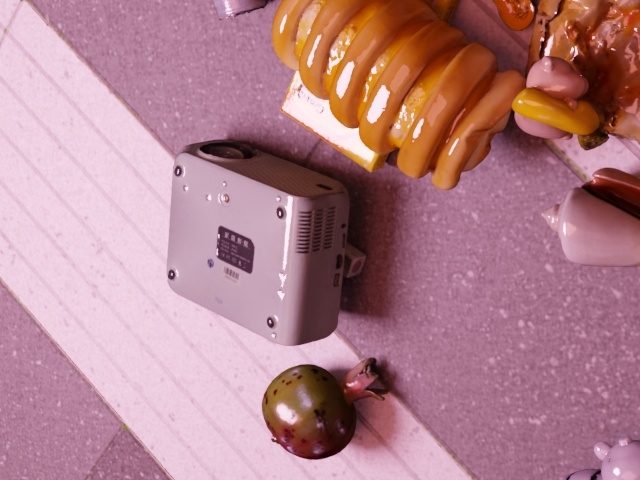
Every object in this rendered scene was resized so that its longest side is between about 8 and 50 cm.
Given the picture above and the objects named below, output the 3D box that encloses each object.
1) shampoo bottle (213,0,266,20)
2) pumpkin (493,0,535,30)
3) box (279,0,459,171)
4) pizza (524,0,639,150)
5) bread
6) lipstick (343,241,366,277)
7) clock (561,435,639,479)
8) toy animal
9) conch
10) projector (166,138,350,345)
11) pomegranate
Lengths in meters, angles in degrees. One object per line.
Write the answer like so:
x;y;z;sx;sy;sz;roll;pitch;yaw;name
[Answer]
-0.123;-0.385;1.836;0.072;0.072;0.214;-9;99;36;shampoo bottle
0.216;-0.275;1.654;0.050;0.028;0.083;-17;94;42;pumpkin
0.062;-0.234;1.764;0.152;0.043;0.269;37;121;22;box
0.370;-0.228;1.530;0.392;0.080;0.435;-15;92;37;pizza
0.070;-0.196;1.670;0.311;0.121;0.173;40;121;20;bread
-0.001;0.000;1.884;0.129;0.030;0.030;35;121;27;lipstick
0.331;0.288;1.700;0.176;0.080;0.117;-21;91;36;clock
0.252;-0.152;1.552;0.091;0.114;0.082;12;80;10;toy animal
0.329;-0.017;1.610;0.176;0.094;0.104;9;66;29;conch
-0.085;-0.003;1.869;0.250;0.108;0.198;24;116;42;projector
0.005;0.214;1.899;0.129;0.159;0.129;165;90;-76;pomegranate
